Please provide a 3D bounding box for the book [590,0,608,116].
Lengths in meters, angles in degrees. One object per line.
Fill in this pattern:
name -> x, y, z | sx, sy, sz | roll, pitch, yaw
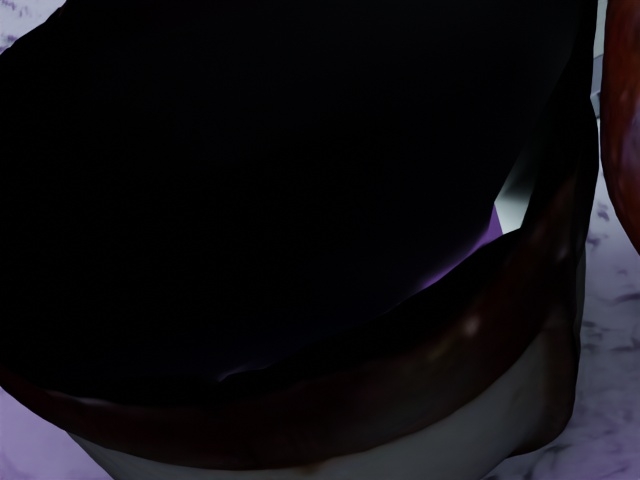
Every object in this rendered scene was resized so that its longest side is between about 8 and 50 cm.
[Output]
book -> 0.062, -0.088, 0.898 | 0.231, 0.026, 0.157 | -26, 46, 3

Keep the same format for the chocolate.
chocolate -> 0.000, 0.000, 0.723 | 0.284, 0.186, 0.283 | -17, 45, 17

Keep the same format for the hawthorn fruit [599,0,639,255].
hawthorn fruit -> 0.236, -0.055, 0.628 | 0.242, 0.272, 0.241 | -22, 58, 40
